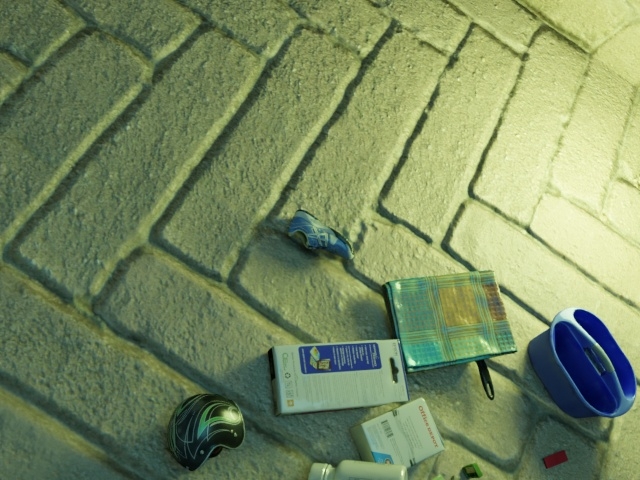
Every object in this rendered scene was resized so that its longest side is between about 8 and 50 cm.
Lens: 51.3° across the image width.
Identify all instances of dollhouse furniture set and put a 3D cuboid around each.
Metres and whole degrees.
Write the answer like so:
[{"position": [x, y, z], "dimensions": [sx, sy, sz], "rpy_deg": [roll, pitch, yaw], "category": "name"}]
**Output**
[{"position": [0.358, 0.650, 1.774], "dimensions": [0.151, 0.058, 0.076], "rpy_deg": [-19, 75, -27], "category": "dollhouse furniture set"}]

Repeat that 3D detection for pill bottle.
[{"position": [0.091, 0.601, 1.606], "dimensions": [0.229, 0.131, 0.131], "rpy_deg": [1, 63, 13], "category": "pill bottle"}]

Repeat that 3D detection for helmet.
[{"position": [-0.277, 0.445, 1.555], "dimensions": [0.161, 0.169, 0.170], "rpy_deg": [2, 66, -38], "category": "helmet"}]

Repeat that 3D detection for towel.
[{"position": [0.376, 0.226, 1.933], "dimensions": [0.370, 0.040, 0.272], "rpy_deg": [-6, 70, -17], "category": "towel"}]

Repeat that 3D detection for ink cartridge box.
[{"position": [0.202, 0.523, 1.753], "dimensions": [0.203, 0.086, 0.148], "rpy_deg": [-15, 75, -27], "category": "ink cartridge box"}, {"position": [0.050, 0.362, 1.776], "dimensions": [0.370, 0.069, 0.176], "rpy_deg": [-1, 67, -19], "category": "ink cartridge box"}]

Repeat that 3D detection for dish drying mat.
[{"position": [0.685, 0.637, 1.939], "dimensions": [0.083, 0.008, 0.032], "rpy_deg": [-10, 73, -26], "category": "dish drying mat"}]

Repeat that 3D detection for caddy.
[{"position": [0.796, 0.371, 2.002], "dimensions": [0.241, 0.179, 0.341], "rpy_deg": [-25, 78, -30], "category": "caddy"}]

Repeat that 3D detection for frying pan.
[{"position": [0.472, 0.289, 1.981], "dimensions": [0.197, 0.053, 0.326], "rpy_deg": [-27, 80, -27], "category": "frying pan"}]

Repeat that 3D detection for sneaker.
[{"position": [0.000, 0.000, 1.915], "dimensions": [0.211, 0.080, 0.081], "rpy_deg": [32, 66, 5], "category": "sneaker"}]
